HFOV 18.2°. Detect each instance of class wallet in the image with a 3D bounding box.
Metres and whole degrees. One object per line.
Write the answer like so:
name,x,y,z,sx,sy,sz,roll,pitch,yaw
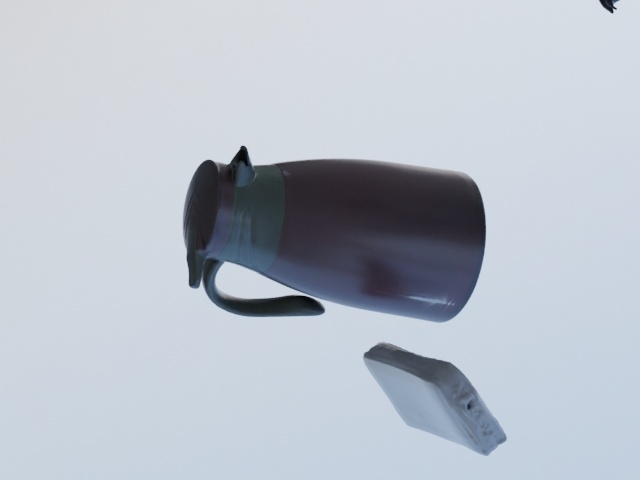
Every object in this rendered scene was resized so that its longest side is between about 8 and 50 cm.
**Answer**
wallet,0.098,0.138,1.765,0.033,0.095,0.190,-39,-165,-13

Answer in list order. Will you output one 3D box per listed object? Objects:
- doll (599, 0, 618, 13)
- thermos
doll,0.252,-0.273,1.566,0.181,0.107,0.110,-50,171,-1
thermos,0.000,0.000,1.851,0.146,0.265,0.176,-116,-141,-52
